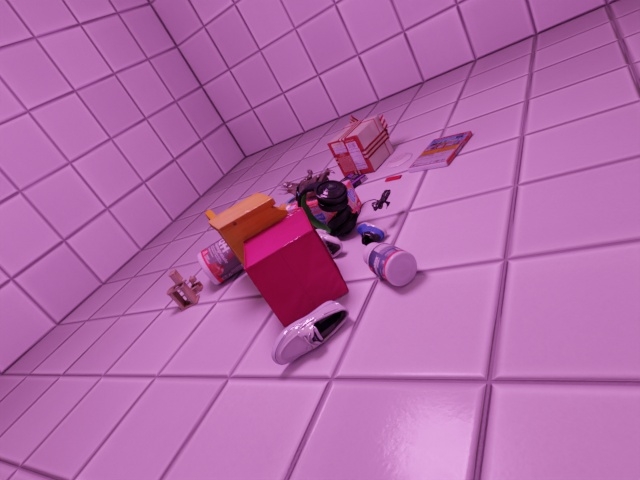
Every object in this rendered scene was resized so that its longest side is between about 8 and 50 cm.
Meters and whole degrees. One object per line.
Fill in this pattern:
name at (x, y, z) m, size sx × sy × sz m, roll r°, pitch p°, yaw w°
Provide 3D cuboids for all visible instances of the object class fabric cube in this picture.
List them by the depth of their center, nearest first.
fabric cube at (-0.093, 0.085, 1.474) m, size 0.259 × 0.258 × 0.254 m, roll -30°, pitch 24°, yaw 3°

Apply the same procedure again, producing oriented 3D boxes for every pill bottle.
pill bottle at (0.209, 0.066, 1.342) m, size 0.108 × 0.108 × 0.180 m, roll -36°, pitch 23°, yaw -11°
pill bottle at (-0.395, 0.052, 1.998) m, size 0.318 × 0.176 × 0.176 m, roll -33°, pitch 24°, yaw -5°

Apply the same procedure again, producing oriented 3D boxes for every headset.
headset at (0.087, -0.143, 1.741) m, size 0.394 × 0.243 × 0.185 m, roll 1°, pitch 39°, yaw 42°

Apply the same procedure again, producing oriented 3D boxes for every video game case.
video game case at (0.550, -0.409, 1.979) m, size 0.204 × 0.025 × 0.285 m, roll -3°, pitch 36°, yaw 48°

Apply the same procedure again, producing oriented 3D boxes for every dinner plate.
dinner plate at (0.397, -0.412, 2.181) m, size 0.141 × 0.017 × 0.141 m, roll -26°, pitch 22°, yaw 12°

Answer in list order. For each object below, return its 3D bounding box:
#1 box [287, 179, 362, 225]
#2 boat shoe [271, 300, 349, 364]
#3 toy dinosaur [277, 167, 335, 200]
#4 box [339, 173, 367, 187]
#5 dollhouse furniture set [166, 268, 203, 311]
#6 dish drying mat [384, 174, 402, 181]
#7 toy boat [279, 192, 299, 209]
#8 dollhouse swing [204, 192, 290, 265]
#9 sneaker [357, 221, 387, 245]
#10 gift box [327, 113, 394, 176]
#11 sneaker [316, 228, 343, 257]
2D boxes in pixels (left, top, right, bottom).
box at (0.015, -0.146, 1.946) m, size 0.299 × 0.142 × 0.154 m, roll -13°, pitch 29°, yaw 35°
boat shoe at (-0.028, 0.267, 1.242) m, size 0.258 × 0.095 × 0.084 m, roll -41°, pitch 21°, yaw -19°
toy dinosaur at (-0.034, -0.241, 1.909) m, size 0.313 × 0.121 × 0.160 m, roll 5°, pitch 52°, yaw 47°
box at (0.157, -0.305, 2.236) m, size 0.116 × 0.029 × 0.162 m, roll -37°, pitch 25°, yaw -15°
dollhouse furniture set at (-0.650, 0.204, 1.993) m, size 0.101 × 0.182 × 0.161 m, roll -27°, pitch 24°, yaw 8°
dish drying mat at (0.342, -0.292, 2.016) m, size 0.083 × 0.008 × 0.032 m, roll -6°, pitch 34°, yaw 42°
toy boat at (-0.184, -0.161, 2.204) m, size 0.318 × 0.148 × 0.267 m, roll 0°, pitch 38°, yaw 49°
dollhouse swing at (-0.251, -0.025, 1.714) m, size 0.315 × 0.347 × 0.305 m, roll -30°, pitch 32°, yaw 1°
sneaker at (0.171, -0.022, 1.620) m, size 0.084 × 0.058 × 0.152 m, roll -34°, pitch 29°, yaw -28°
gift box at (0.224, -0.527, 2.304) m, size 0.255 × 0.276 × 0.258 m, roll 2°, pitch 38°, yaw 43°
sneaker at (0.000, 0.000, 1.737) m, size 0.118 × 0.110 × 0.292 m, roll -34°, pitch 22°, yaw -29°
